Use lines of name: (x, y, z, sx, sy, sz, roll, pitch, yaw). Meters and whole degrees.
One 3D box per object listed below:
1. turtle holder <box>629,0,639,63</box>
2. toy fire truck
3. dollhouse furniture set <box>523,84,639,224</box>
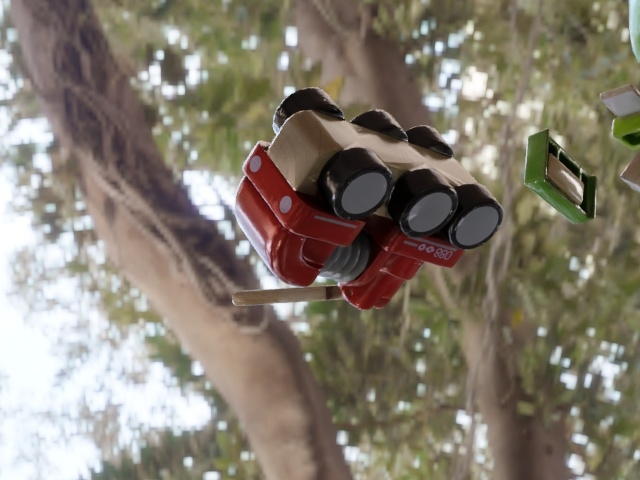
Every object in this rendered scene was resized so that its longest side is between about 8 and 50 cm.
turtle holder: (0.139, -0.181, 0.257, 0.243, 0.320, 0.227, -6, -111, 24)
toy fire truck: (0.000, 0.000, 1.441, 0.217, 0.246, 0.158, 14, -151, -43)
dollhouse furniture set: (0.202, -0.058, 0.970, 0.152, 0.058, 0.076, -17, -129, 37)
